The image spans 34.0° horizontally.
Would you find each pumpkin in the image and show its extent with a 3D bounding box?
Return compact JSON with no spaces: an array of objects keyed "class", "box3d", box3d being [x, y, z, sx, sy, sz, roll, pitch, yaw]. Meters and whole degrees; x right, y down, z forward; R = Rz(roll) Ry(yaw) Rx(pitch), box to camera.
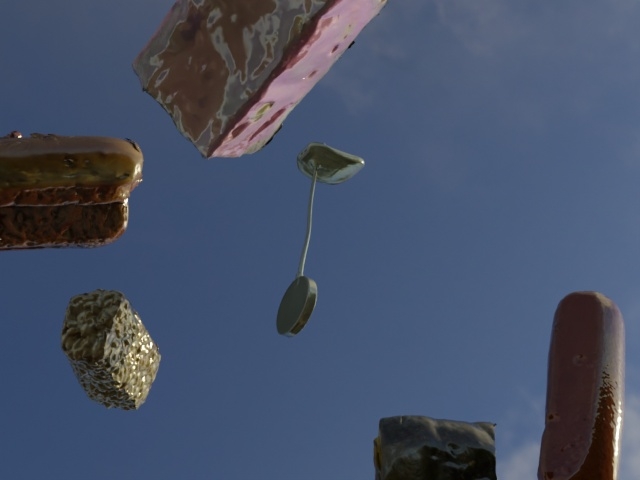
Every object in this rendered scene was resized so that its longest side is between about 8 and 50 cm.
[{"class":"pumpkin","box3d":[0.206,0.472,1.911,0.226,0.256,0.303,2,-97,3]}]

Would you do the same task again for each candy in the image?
[{"class":"candy","box3d":[-0.065,-0.223,1.106,0.265,0.155,0.116,-47,-14,25]}]

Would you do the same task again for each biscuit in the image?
[{"class":"biscuit","box3d":[-0.215,0.113,1.065,0.071,0.082,0.168,7,-28,8]}]

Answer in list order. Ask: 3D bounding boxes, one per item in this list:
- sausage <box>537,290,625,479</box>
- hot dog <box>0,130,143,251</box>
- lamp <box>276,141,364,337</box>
[{"class":"sausage","box3d":[0.317,0.191,1.249,0.094,0.348,0.097,-21,-56,31]},{"class":"hot dog","box3d":[-0.379,-0.063,1.248,0.349,0.117,0.158,-5,-43,-34]},{"class":"lamp","box3d":[0.000,0.000,0.867,0.056,0.198,0.050,27,-43,-23]}]
